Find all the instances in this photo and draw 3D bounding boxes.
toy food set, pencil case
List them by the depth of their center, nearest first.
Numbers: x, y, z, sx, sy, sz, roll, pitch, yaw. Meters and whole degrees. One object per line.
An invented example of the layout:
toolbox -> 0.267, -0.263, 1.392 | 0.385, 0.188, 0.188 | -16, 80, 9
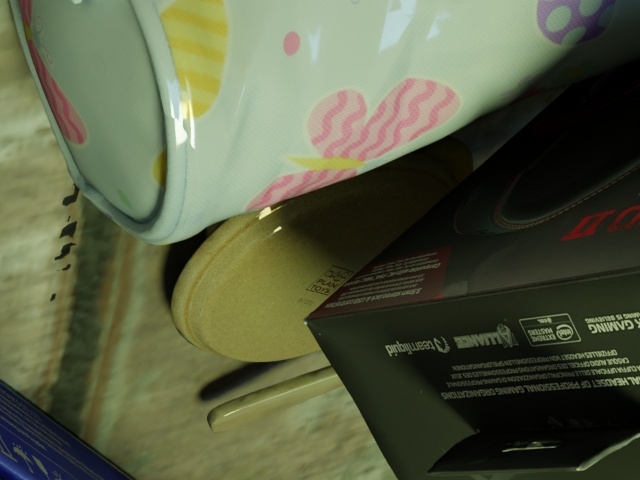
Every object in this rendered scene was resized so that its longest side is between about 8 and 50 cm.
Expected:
pencil case -> 0.040, -0.092, 0.593 | 0.273, 0.113, 0.124 | -22, 158, -22
toy food set -> 0.000, 0.000, 0.751 | 0.132, 0.038, 0.192 | -19, 149, -16

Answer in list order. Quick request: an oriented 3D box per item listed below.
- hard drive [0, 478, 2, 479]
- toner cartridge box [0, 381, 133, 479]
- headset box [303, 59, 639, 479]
hard drive -> -0.132, 0.188, 0.687 | 0.172, 0.054, 0.254 | -34, 147, -6
toner cartridge box -> -0.146, 0.149, 0.748 | 0.165, 0.075, 0.348 | -37, 148, 0
headset box -> 0.153, -0.005, 0.644 | 0.293, 0.110, 0.218 | -40, -164, -31
